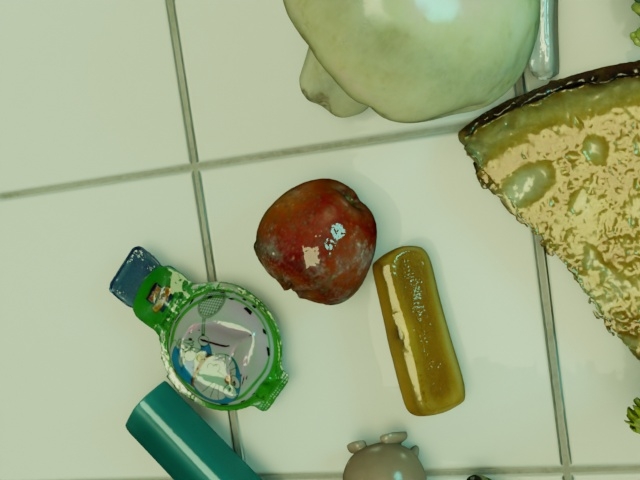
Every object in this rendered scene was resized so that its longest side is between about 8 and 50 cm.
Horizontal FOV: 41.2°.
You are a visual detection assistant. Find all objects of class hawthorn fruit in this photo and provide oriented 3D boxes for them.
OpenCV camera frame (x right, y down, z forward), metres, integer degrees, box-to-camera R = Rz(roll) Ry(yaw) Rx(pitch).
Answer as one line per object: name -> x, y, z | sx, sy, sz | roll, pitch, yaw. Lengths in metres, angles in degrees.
hawthorn fruit -> 0.000, 0.000, 1.189 | 0.173, 0.173, 0.173 | 2, 97, 17

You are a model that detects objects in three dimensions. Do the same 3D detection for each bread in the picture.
bread -> 0.135, 0.125, 1.203 | 0.093, 0.074, 0.239 | -15, 92, -15

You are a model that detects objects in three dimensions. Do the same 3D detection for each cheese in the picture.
cheese -> -0.188, 0.137, 1.302 | 0.320, 0.083, 0.204 | 37, 106, 8

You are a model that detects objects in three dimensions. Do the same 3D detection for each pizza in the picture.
pizza -> 0.446, -0.090, 1.082 | 0.392, 0.080, 0.435 | -42, 85, 18

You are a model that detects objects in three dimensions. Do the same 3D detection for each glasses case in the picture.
glasses case -> -0.176, 0.365, 1.316 | 0.301, 0.070, 0.117 | 42, 132, 8

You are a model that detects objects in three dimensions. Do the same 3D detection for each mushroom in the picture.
mushroom -> 0.113, -0.310, 1.053 | 0.325, 0.353, 0.353 | -41, 83, -5

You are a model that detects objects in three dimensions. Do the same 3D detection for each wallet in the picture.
wallet -> 0.289, -0.301, 1.095 | 0.033, 0.095, 0.190 | 3, 96, 24

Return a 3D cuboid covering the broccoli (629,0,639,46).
broccoli -> 0.481, -0.337, 1.004 | 0.288, 0.248, 0.245 | -33, 122, 8

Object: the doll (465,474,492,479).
doll -> 0.248, 0.401, 1.200 | 0.102, 0.089, 0.179 | -6, 118, 52

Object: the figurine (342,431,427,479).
figurine -> 0.094, 0.351, 1.228 | 0.125, 0.125, 0.138 | -21, 74, 19

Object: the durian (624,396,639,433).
durian -> 0.510, 0.229, 1.017 | 0.352, 0.169, 0.158 | 18, 111, -18
